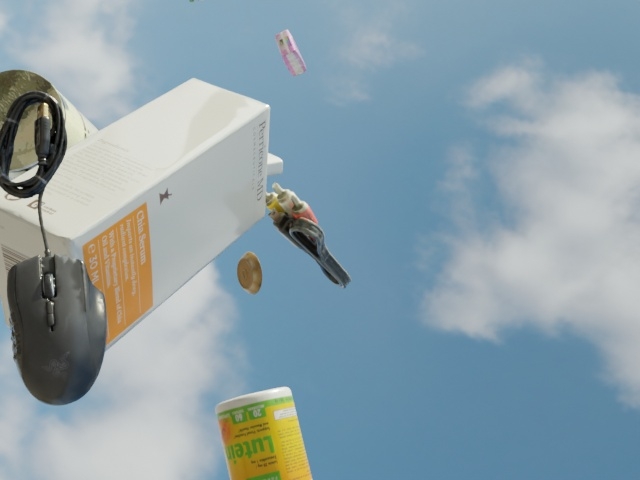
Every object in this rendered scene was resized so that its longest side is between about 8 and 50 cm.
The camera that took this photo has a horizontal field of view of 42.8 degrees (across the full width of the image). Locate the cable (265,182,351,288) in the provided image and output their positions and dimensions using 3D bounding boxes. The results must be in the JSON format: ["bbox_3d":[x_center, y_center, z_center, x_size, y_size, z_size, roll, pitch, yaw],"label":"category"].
[{"bbox_3d":[0.000,0.000,1.509,0.139,0.287,0.072,20,-107,47],"label":"cable"}]

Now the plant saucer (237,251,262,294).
[{"bbox_3d":[-0.139,0.063,1.563,0.083,0.015,0.083,12,-75,53],"label":"plant saucer"}]

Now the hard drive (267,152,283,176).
[{"bbox_3d":[-0.267,-0.163,1.799,0.203,0.307,0.040,28,-57,48],"label":"hard drive"}]

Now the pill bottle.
[{"bbox_3d":[-0.089,0.386,1.398,0.136,0.136,0.246,-24,-106,36],"label":"pill bottle"}]

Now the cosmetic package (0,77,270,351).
[{"bbox_3d":[-0.266,-0.047,1.238,0.161,0.453,0.230,22,-50,21],"label":"cosmetic package"}]

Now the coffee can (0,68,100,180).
[{"bbox_3d":[-0.560,-0.196,1.647,0.201,0.275,0.201,-1,-102,5],"label":"coffee can"}]

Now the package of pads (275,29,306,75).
[{"bbox_3d":[-0.053,-0.333,1.457,0.032,0.050,0.083,-25,-139,5],"label":"package of pads"}]

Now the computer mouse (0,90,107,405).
[{"bbox_3d":[-0.205,0.002,0.613,0.041,0.071,0.242,143,-62,-74],"label":"computer mouse"}]
